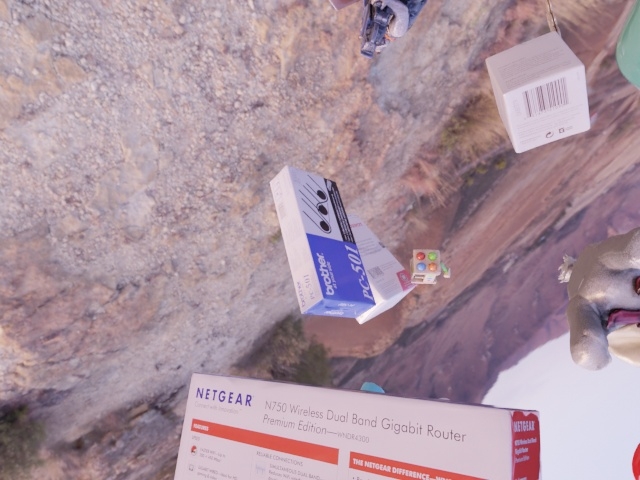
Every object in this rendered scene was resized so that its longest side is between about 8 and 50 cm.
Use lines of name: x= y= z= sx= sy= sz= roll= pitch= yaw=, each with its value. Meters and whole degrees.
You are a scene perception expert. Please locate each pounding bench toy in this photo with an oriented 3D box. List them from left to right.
pounding bench toy: x=0.227 y=0.052 z=0.959 sx=0.083 sy=0.052 sz=0.065 roll=1 pitch=155 yaw=3

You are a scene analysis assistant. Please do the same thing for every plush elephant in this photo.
plush elephant: x=0.621 y=0.119 z=0.902 sx=0.330 sy=0.255 sz=0.272 roll=-29 pitch=140 yaw=-75

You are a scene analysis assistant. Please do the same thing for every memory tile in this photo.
memory tile: x=0.565 y=-0.497 z=1.138 sx=0.012 sy=0.148 sz=0.113 roll=-15 pitch=170 yaw=26

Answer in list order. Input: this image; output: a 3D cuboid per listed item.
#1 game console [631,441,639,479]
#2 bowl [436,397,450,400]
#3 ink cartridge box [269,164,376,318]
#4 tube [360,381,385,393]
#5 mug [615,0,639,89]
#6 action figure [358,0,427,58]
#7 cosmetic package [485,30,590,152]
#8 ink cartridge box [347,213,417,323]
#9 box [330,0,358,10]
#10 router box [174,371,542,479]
game console: x=0.698 y=0.371 z=0.681 sx=0.342 sy=0.387 sz=0.060 roll=-42 pitch=175 yaw=6
bowl: x=0.129 y=0.282 z=0.594 sx=0.141 sy=0.053 sz=0.142 roll=-24 pitch=115 yaw=-10
ink cartridge box: x=0.000 y=0.000 z=0.644 sx=0.097 sy=0.207 sz=0.046 roll=13 pitch=140 yaw=-40
tube: x=0.068 y=0.386 z=0.956 sx=0.207 sy=0.052 sz=0.080 roll=-54 pitch=173 yaw=-38
mug: x=0.383 y=-0.201 z=0.472 sx=0.157 sy=0.130 sz=0.097 roll=-8 pitch=144 yaw=-4
action figure: x=0.195 y=-0.523 z=1.042 sx=0.178 sy=0.342 sz=0.330 roll=22 pitch=152 yaw=-22
cosmetic package: x=0.458 y=-0.316 z=1.010 sx=0.151 sy=0.184 sz=0.152 roll=-16 pitch=129 yaw=20
ink cartridge box: x=0.082 y=0.053 z=1.028 sx=0.092 sy=0.218 sz=0.158 roll=-48 pitch=160 yaw=30
box: x=0.166 y=-0.583 z=0.828 sx=0.381 sy=0.191 sz=0.143 roll=-8 pitch=153 yaw=29
router box: x=0.003 y=0.277 z=0.393 sx=0.335 sy=0.302 sz=0.082 roll=-6 pitch=160 yaw=37
